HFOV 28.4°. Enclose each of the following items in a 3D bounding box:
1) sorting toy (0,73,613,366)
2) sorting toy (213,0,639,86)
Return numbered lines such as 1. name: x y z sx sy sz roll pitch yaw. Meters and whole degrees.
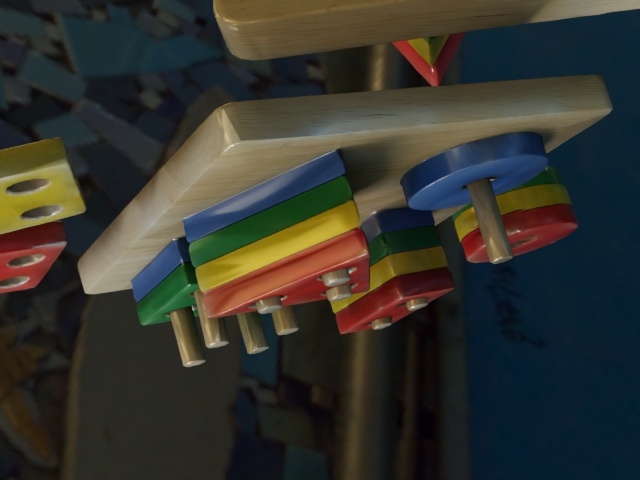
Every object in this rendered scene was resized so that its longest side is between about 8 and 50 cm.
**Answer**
1. sorting toy: 0.000 0.000 0.397 0.132 0.274 0.046 -36 -114 56
2. sorting toy: 0.089 -0.178 0.510 0.089 0.257 0.255 74 10 -61
